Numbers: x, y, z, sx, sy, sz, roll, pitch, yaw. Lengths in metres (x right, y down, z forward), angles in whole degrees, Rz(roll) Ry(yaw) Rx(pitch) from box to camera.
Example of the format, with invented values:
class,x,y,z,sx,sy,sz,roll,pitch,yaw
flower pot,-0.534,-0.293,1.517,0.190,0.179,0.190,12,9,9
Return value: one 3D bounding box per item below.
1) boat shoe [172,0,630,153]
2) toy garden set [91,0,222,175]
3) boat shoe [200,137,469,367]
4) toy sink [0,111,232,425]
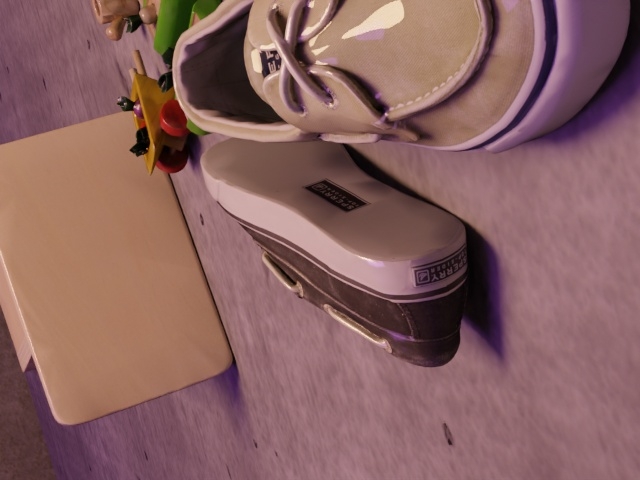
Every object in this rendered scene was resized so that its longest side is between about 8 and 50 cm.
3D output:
class,x,y,z,sx,sy,sz,roll,pitch,yaw
boat shoe,0.017,-0.078,0.559,0.302,0.094,0.109,-7,100,70
toy garden set,-0.138,-0.177,0.951,0.244,0.049,0.204,65,159,19
boat shoe,0.000,0.000,0.694,0.219,0.078,0.070,38,140,55
toy sink,-0.190,0.031,1.115,0.234,0.153,0.131,69,160,7
